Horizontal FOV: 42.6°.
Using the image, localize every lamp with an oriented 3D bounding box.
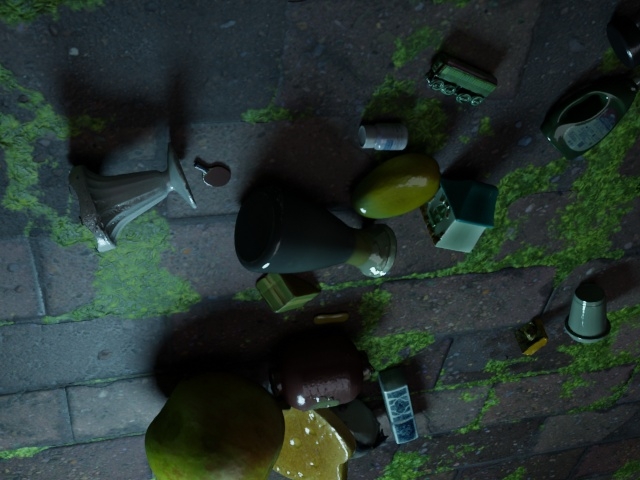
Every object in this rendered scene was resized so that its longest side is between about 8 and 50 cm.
[{"bbox_3d":[0.001,0.322,2.004,0.258,0.180,0.180,-8,137,-13],"label":"lamp"}]

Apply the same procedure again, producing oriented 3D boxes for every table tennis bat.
[{"bbox_3d":[-0.209,-0.129,1.577,0.050,0.007,0.083,-39,136,21],"label":"table tennis bat"}]

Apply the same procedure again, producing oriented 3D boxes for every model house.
[{"bbox_3d":[0.299,-0.068,1.737,0.100,0.127,0.149,11,133,-29],"label":"model house"}]

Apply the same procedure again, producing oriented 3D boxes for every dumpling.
[{"bbox_3d":[0.052,0.531,2.245,0.204,0.163,0.293,-36,141,15],"label":"dumpling"}]

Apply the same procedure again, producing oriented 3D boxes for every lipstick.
[{"bbox_3d":[0.218,0.462,2.295,0.077,0.076,0.290,-17,135,0],"label":"lipstick"}]

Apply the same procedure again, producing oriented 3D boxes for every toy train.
[{"bbox_3d":[0.265,-0.300,1.549,0.148,0.038,0.071,14,128,-33],"label":"toy train"}]

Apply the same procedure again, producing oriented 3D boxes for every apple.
[{"bbox_3d":[-0.252,0.479,1.963,0.339,0.339,0.340,-10,137,-10],"label":"apple"}]

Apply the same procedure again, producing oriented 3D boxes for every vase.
[{"bbox_3d":[0.000,0.000,1.677,0.321,0.173,0.173,12,129,-34],"label":"vase"}]

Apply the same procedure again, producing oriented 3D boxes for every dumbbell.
[{"bbox_3d":[0.642,-0.409,1.528,0.191,0.100,0.100,-28,137,11],"label":"dumbbell"}]

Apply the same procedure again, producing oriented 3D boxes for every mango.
[{"bbox_3d":[0.153,-0.108,1.669,0.194,0.092,0.130,-21,139,9],"label":"mango"}]

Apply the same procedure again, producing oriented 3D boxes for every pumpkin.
[{"bbox_3d":[0.569,0.258,2.212,0.054,0.074,0.083,29,120,-33],"label":"pumpkin"}]

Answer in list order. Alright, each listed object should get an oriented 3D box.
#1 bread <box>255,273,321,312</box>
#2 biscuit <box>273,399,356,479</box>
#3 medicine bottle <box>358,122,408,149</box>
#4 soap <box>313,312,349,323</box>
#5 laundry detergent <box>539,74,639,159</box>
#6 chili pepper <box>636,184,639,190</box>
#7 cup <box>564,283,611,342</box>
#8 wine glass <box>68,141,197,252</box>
[{"bbox_3d":[-0.071,0.109,1.870,0.074,0.084,0.139,-42,164,22],"label":"bread"},{"bbox_3d":[-0.027,0.541,2.155,0.057,0.287,0.344,-41,180,-44],"label":"biscuit"},{"bbox_3d":[0.121,-0.201,1.588,0.089,0.052,0.052,-2,135,-18],"label":"medicine bottle"},{"bbox_3d":[0.026,0.189,1.987,0.089,0.012,0.034,-4,136,-16],"label":"soap"},{"bbox_3d":[0.559,-0.265,1.675,0.211,0.063,0.137,-41,127,22],"label":"laundry detergent"},{"bbox_3d":[0.783,-0.122,1.934,0.083,0.022,0.027,-3,137,-12],"label":"chili pepper"},{"bbox_3d":[0.708,0.189,2.174,0.120,0.120,0.141,-14,123,-6],"label":"cup"},{"bbox_3d":[-0.336,-0.086,1.477,0.196,0.165,0.165,-23,138,-8],"label":"wine glass"}]
